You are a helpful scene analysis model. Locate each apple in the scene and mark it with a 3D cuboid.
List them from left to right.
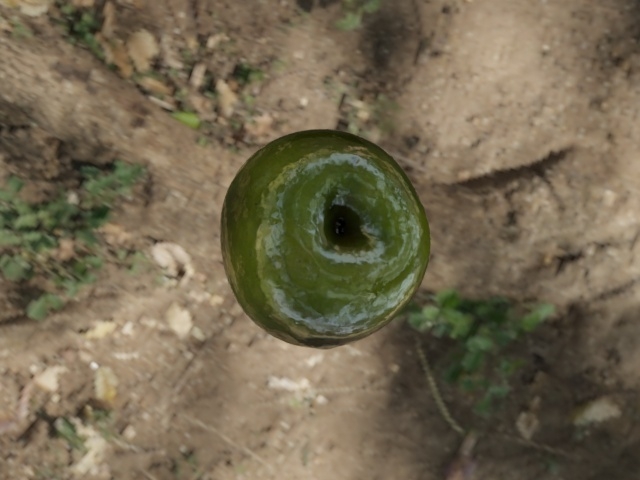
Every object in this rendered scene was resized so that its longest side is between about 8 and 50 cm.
[{"bbox_3d":[0.000,0.000,1.280,0.196,0.157,0.196,6,77,-27],"label":"apple"}]
